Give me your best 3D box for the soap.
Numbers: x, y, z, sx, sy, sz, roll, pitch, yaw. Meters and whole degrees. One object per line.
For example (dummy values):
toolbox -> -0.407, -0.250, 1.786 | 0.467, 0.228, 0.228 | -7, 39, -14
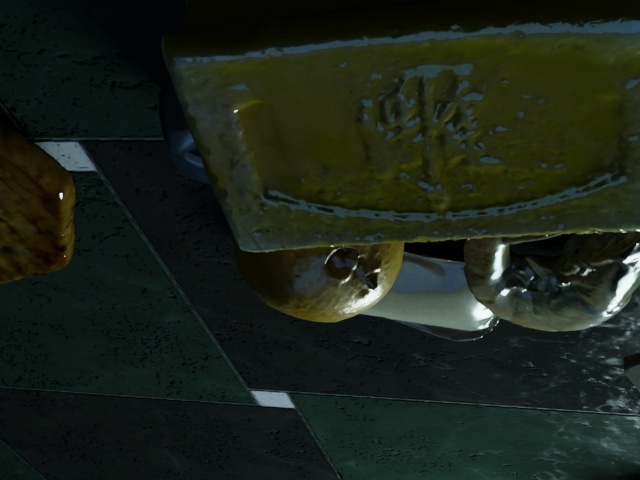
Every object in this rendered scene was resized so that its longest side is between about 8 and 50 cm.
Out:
soap -> 0.076, -0.088, 0.799 | 0.315, 0.091, 0.199 | -1, 138, 16

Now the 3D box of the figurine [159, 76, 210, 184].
figurine -> -0.082, -0.085, 0.942 | 0.094, 0.082, 0.086 | 24, 177, 33

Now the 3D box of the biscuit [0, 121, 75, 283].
biscuit -> -0.387, -0.054, 1.119 | 0.359, 0.046, 0.359 | 9, 150, 5

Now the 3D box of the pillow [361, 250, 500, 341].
pillow -> 0.058, 0.038, 1.124 | 0.233, 0.038, 0.130 | 12, 144, -7

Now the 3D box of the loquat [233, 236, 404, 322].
loquat -> 0.000, 0.000, 0.981 | 0.141, 0.141, 0.141 | 9, 151, 5

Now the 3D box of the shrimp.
shrimp -> 0.194, 0.000, 0.998 | 0.145, 0.059, 0.254 | 18, 151, 1

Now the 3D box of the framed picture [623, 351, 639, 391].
framed picture -> 0.455, 0.178, 1.117 | 0.241, 0.020, 0.324 | -24, 119, 33
